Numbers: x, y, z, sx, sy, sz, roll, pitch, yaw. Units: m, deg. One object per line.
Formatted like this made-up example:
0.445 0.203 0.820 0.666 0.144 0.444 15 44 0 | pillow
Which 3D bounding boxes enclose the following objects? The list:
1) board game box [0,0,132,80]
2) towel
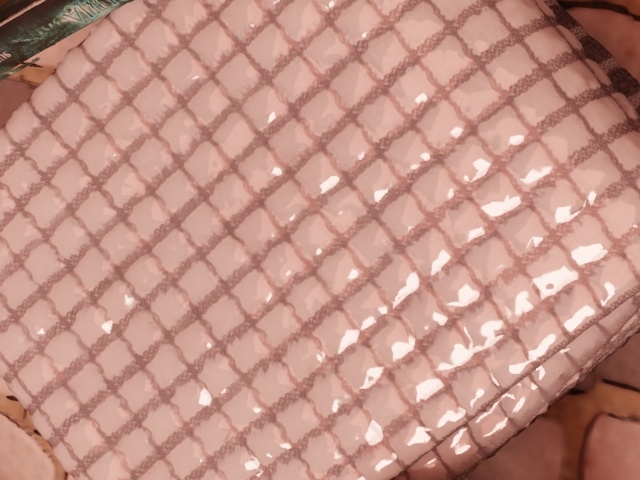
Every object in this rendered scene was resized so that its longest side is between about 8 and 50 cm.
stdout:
-0.106 -0.158 0.723 0.126 0.026 0.186 -22 47 35 | board game box
0.000 0.000 0.706 0.283 0.121 0.235 -43 77 20 | towel
